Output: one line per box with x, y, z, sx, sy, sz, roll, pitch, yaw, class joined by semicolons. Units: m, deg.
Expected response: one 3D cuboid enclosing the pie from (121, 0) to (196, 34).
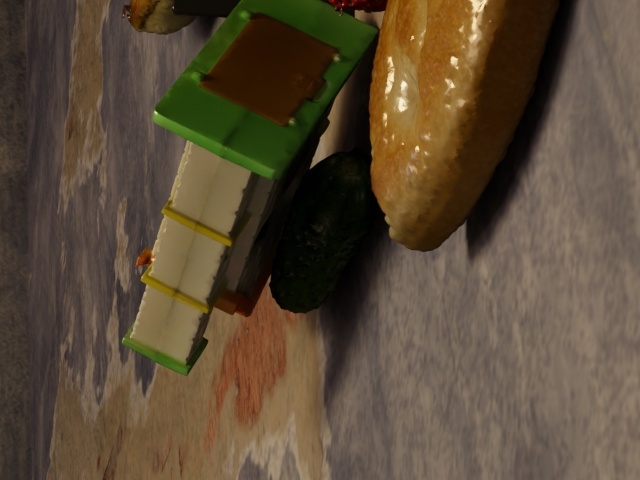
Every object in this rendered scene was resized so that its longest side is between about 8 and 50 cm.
-0.146;-0.382;2.162;0.315;0.092;0.315;-169;90;-76;pie

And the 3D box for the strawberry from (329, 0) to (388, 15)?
0.034;-0.214;1.482;0.073;0.073;0.083;-108;29;-55;strawberry

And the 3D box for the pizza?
0.096;-0.166;1.237;0.182;0.073;0.365;-128;45;-65;pizza

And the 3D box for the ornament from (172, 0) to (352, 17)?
-0.031;-0.290;1.548;0.196;0.153;0.166;122;149;-70;ornament

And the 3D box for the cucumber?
0.000;0.000;1.534;0.227;0.069;0.069;113;157;-56;cucumber

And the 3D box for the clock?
-0.073;-0.044;1.548;0.220;0.106;0.255;-58;-8;-49;clock
